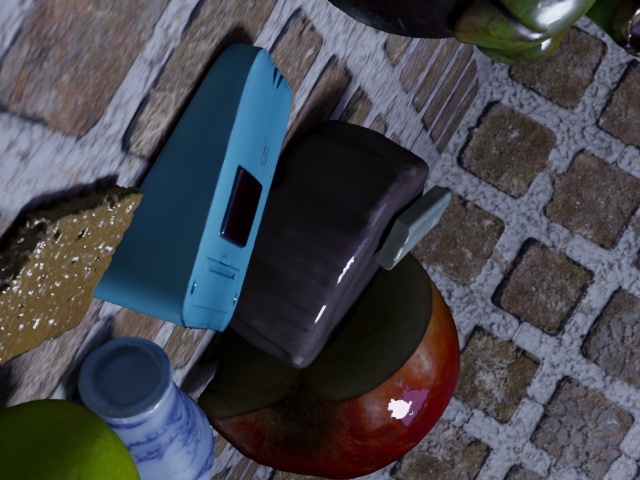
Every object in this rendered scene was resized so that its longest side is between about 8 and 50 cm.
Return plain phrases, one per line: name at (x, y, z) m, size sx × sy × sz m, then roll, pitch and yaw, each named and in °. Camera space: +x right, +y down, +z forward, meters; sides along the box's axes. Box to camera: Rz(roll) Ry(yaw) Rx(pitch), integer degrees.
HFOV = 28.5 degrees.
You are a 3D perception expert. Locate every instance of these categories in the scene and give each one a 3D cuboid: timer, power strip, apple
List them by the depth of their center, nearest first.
timer at (-0.105, -0.048, 1.144) m, size 0.232 × 0.091 × 0.250 m, roll 42°, pitch 67°, yaw -81°
power strip at (0.121, -0.022, 1.585) m, size 0.060 × 0.027 × 0.252 m, roll -63°, pitch 170°, yaw 21°
apple at (0.020, 0.155, 1.726) m, size 0.365 × 0.328 × 0.295 m, roll -73°, pitch 178°, yaw -54°

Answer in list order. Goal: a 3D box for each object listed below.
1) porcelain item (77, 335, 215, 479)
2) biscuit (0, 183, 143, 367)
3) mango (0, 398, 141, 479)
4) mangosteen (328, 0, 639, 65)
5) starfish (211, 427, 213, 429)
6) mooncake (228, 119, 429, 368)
porcelain item at (-0.180, 0.193, 1.265) m, size 0.141 × 0.141 × 0.259 m, roll -55°, pitch 163°, yaw -26°
biscuit at (-0.205, 0.030, 0.894) m, size 0.131 × 0.026 × 0.237 m, roll -64°, pitch 170°, yaw 16°
mango at (-0.241, 0.243, 0.899) m, size 0.156 × 0.192 × 0.343 m, roll -18°, pitch -169°, yaw 28°
mangosteen at (0.115, -0.266, 0.858) m, size 0.300 × 0.300 × 0.300 m, roll -57°, pitch 171°, yaw -14°
starfish at (-0.127, 0.210, 1.885) m, size 0.208 × 0.053 × 0.176 m, roll -62°, pitch 169°, yaw -12°
mooncake at (0.000, 0.000, 1.560) m, size 0.306 × 0.154 × 0.306 m, roll -59°, pitch 172°, yaw -13°
